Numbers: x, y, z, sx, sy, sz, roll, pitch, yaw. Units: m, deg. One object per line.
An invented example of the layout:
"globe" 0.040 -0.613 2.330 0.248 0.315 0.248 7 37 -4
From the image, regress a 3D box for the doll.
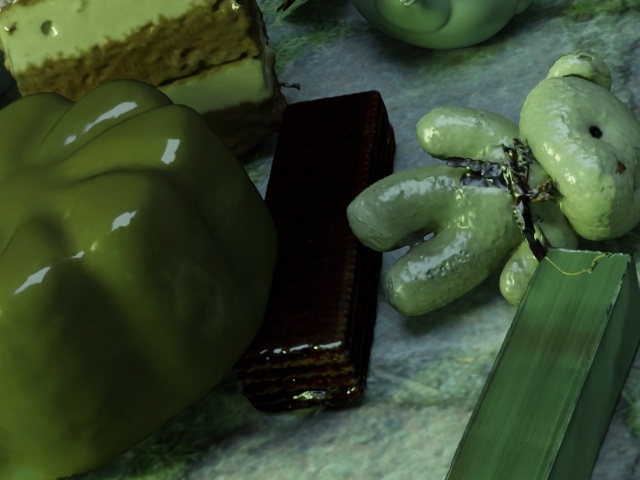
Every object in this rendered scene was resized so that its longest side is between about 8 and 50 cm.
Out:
"doll" 0.168 -0.036 1.402 0.278 0.175 0.149 -28 21 -2

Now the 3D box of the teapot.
"teapot" 0.184 -0.312 1.741 0.318 0.149 0.220 -9 51 -13

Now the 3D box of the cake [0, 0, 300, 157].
"cake" -0.196 -0.228 1.680 0.282 0.290 0.255 -19 37 3

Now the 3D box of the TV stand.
"TV stand" 0.181 0.127 1.256 0.083 0.088 0.269 5 43 28

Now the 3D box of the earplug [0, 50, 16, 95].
"earplug" -0.493 -0.184 1.849 0.325 0.175 0.214 -39 36 -10

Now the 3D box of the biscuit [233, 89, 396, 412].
"biscuit" 0.000 0.000 1.494 0.107 0.073 0.388 -8 40 15

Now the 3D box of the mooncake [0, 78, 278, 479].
"mooncake" -0.231 0.019 1.406 0.378 0.200 0.378 -22 35 16

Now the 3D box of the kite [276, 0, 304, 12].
"kite" 0.017 -0.328 1.860 0.183 0.014 0.241 -42 -6 25
